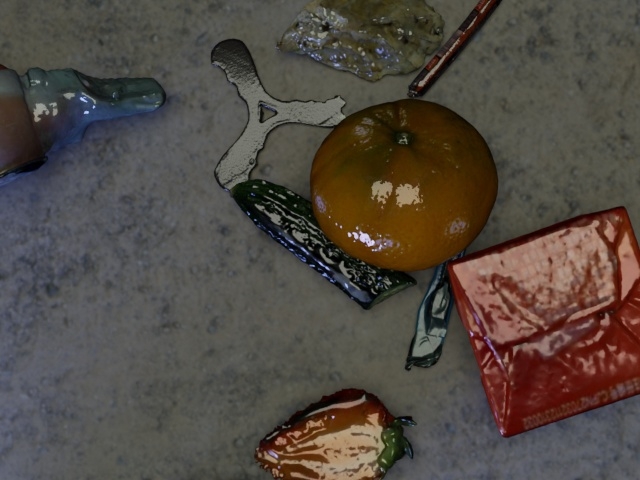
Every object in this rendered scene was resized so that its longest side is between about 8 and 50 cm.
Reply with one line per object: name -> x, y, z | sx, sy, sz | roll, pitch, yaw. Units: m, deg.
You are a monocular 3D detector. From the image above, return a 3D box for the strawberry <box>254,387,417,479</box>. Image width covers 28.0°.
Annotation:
strawberry -> 0.025, 0.259, 1.637 | 0.192, 0.085, 0.140 | -38, 92, 4

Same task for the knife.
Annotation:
knife -> 0.166, 0.031, 1.683 | 0.044, 0.026, 0.296 | 13, 86, 15

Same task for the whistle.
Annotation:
whistle -> -0.375, -0.170, 1.655 | 0.348, 0.189, 0.189 | -18, 84, -11

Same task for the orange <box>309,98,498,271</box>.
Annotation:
orange -> 0.104, -0.076, 1.600 | 0.240, 0.171, 0.240 | 0, 48, 0

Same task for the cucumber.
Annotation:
cucumber -> 0.000, 0.000, 1.669 | 0.265, 0.077, 0.077 | 39, 87, 7

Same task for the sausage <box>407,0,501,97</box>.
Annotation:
sausage -> 0.182, -0.265, 1.710 | 0.028, 0.025, 0.198 | 37, 86, 37

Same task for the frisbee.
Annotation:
frisbee -> -0.057, -0.165, 1.717 | 0.187, 0.012, 0.211 | 2, 84, 1

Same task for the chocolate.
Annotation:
chocolate -> 0.298, 0.099, 1.620 | 0.237, 0.108, 0.234 | -19, 92, -1

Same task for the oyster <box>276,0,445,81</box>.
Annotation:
oyster -> 0.059, -0.284, 1.695 | 0.209, 0.072, 0.133 | 16, 88, 2
